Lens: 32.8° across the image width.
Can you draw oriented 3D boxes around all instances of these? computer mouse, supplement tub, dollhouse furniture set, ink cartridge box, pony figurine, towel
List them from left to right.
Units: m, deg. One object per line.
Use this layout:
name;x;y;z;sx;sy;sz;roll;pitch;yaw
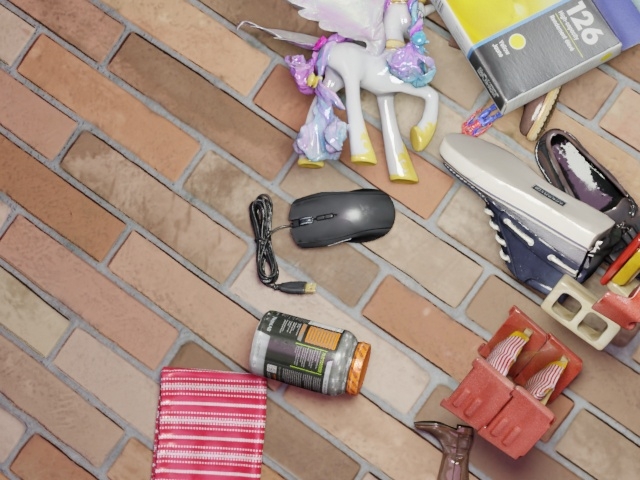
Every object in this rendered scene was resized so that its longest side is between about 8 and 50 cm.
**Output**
towel;-0.198;0.365;1.908;0.199;0.031;0.275;3;85;8
supplement tub;-0.016;0.196;1.853;0.190;0.117;0.117;15;87;10
computer mouse;0.000;0.000;1.899;0.262;0.060;0.184;-3;83;9
pony figurine;0.052;-0.300;1.842;0.351;0.303;0.363;7;81;-23
ink cartridge box;0.357;-0.407;1.810;0.307;0.072;0.303;-29;77;-7
dollhouse furniture set;0.369;0.136;1.679;0.152;0.201;0.374;38;122;8

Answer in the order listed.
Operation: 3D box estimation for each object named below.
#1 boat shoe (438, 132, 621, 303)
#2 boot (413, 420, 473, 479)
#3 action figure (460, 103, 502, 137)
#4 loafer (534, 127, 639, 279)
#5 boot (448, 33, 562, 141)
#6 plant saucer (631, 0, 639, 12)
boat shoe;0.318;-0.034;1.818;0.340;0.127;0.158;37;125;24
boot;0.204;0.366;1.845;0.106;0.037;0.114;7;90;12
action figure;0.284;-0.211;1.893;0.115;0.030;0.038;-37;85;6
loafer;0.462;-0.061;1.814;0.109;0.095;0.302;-37;80;4
boot;0.318;-0.306;1.870;0.207;0.090;0.248;17;80;11
plant saucer;0.573;-0.433;1.865;0.195;0.037;0.195;-1;84;8
